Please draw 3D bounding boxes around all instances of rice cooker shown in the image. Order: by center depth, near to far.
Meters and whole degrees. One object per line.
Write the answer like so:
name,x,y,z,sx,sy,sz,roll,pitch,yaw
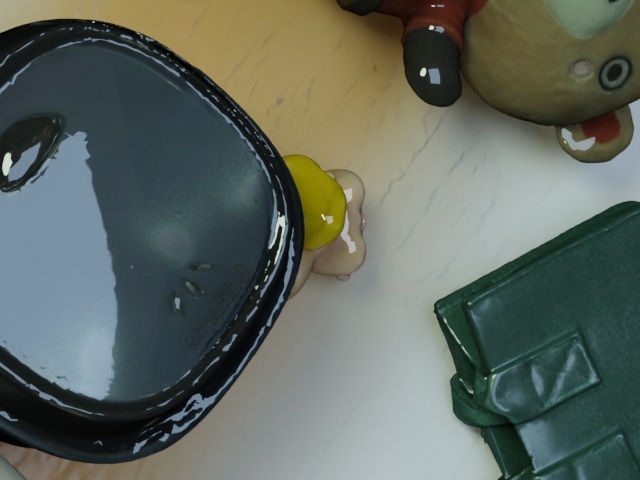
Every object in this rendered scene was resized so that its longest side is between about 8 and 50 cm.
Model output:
rice cooker,-0.155,0.001,1.143,0.267,0.224,0.267,3,83,-24

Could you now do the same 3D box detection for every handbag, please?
handbag,0.235,0.144,1.381,0.238,0.089,0.326,-26,97,-23

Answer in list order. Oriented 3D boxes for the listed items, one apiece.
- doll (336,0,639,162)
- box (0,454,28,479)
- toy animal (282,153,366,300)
doll,0.115,-0.195,1.313,0.330,0.174,0.235,20,81,-26
box,-0.326,0.217,1.036,0.289,0.141,0.349,44,66,-15
toy animal,0.000,0.000,1.290,0.082,0.091,0.114,24,75,-35
